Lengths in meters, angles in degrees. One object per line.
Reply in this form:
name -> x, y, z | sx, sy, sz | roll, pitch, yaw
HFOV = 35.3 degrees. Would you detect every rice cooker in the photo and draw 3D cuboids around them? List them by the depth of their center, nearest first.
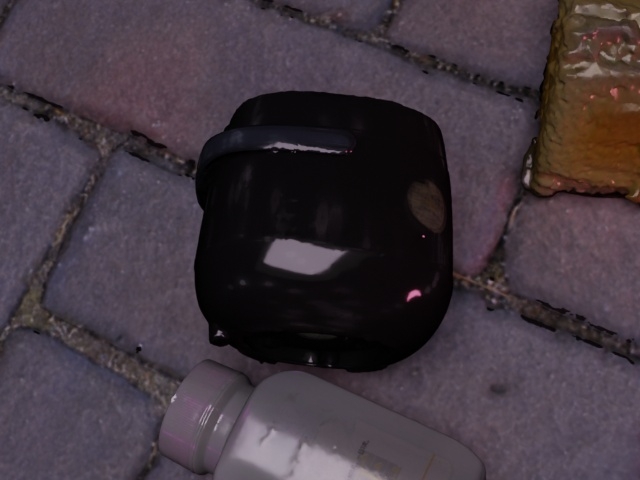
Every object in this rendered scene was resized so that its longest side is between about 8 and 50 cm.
rice cooker -> 0.000, 0.000, 0.951 | 0.267, 0.267, 0.225 | 2, 71, 11

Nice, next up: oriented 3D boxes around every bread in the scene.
bread -> 0.319, -0.165, 0.993 | 0.204, 0.162, 0.262 | 6, 87, 1

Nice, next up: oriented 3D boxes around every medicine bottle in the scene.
medicine bottle -> -0.002, 0.219, 0.955 | 0.296, 0.111, 0.161 | 21, 76, 14
